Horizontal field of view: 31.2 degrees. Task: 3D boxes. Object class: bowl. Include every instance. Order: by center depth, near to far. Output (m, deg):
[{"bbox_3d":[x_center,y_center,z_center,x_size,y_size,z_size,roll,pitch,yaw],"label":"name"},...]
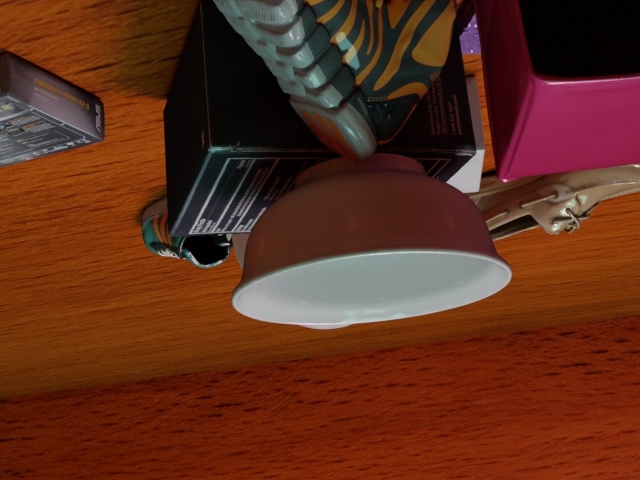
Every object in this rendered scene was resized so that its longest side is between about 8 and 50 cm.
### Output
[{"bbox_3d":[0.047,-0.006,1.216,0.298,0.134,0.298,-6,164,-2],"label":"bowl"}]

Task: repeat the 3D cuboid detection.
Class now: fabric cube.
[{"bbox_3d":[0.265,-0.214,0.964,0.254,0.259,0.258,-7,165,1],"label":"fabric cube"}]

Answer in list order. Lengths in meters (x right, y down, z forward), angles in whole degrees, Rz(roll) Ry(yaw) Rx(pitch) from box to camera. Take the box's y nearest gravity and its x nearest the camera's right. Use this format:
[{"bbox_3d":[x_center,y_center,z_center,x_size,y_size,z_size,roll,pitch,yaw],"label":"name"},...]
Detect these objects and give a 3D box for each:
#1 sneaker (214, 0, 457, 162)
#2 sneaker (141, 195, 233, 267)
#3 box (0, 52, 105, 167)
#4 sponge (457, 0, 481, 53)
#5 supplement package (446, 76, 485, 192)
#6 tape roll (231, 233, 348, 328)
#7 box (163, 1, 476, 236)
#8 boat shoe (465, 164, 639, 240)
[{"bbox_3d":[0.013,-0.239,1.077,0.125,0.180,0.321,30,161,46],"label":"sneaker"},{"bbox_3d":[-0.213,-0.007,1.847,0.108,0.121,0.302,3,163,-27],"label":"sneaker"},{"bbox_3d":[-0.408,-0.145,1.386,0.231,0.056,0.183,-12,163,24],"label":"box"},{"bbox_3d":[0.257,-0.246,1.282,0.210,0.031,0.117,-2,165,-9],"label":"sponge"},{"bbox_3d":[0.159,-0.133,1.529,0.105,0.105,0.179,-7,164,4],"label":"supplement package"},{"bbox_3d":[0.000,0.000,1.709,0.246,0.246,0.169,-6,166,5],"label":"tape roll"},{"bbox_3d":[-0.018,-0.130,1.328,0.294,0.182,0.296,-2,163,-17],"label":"box"},{"bbox_3d":[0.381,-0.062,1.807,0.122,0.110,0.341,13,163,-43],"label":"boat shoe"}]
